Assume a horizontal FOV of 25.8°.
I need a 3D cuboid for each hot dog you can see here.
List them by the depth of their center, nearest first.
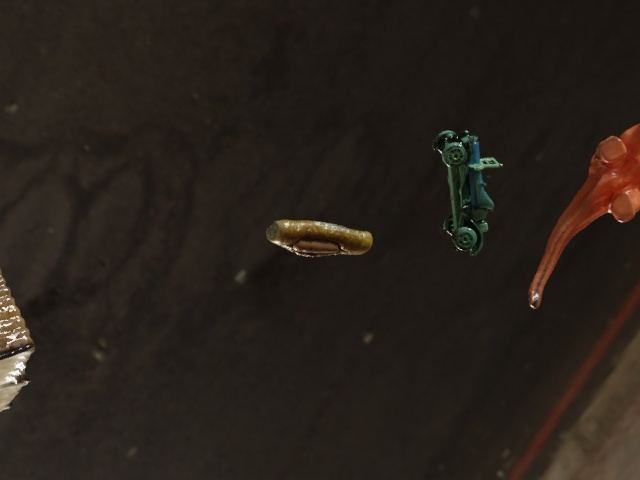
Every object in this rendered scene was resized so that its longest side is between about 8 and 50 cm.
[{"bbox_3d":[0.000,0.001,1.525,0.137,0.028,0.044,7,144,-42],"label":"hot dog"}]

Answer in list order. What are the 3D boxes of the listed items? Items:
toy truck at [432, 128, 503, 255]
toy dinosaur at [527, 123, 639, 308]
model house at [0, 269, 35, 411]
[{"bbox_3d":[0.192,-0.064,1.768,0.078,0.080,0.154,-9,108,-2],"label":"toy truck"},{"bbox_3d":[0.225,-0.068,0.902,0.279,0.055,0.101,-42,179,7],"label":"toy dinosaur"},{"bbox_3d":[-0.335,0.059,1.139,0.166,0.172,0.183,-13,163,-35],"label":"model house"}]
